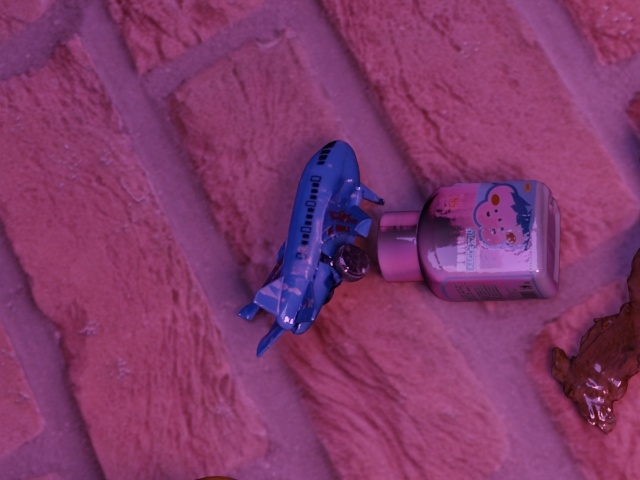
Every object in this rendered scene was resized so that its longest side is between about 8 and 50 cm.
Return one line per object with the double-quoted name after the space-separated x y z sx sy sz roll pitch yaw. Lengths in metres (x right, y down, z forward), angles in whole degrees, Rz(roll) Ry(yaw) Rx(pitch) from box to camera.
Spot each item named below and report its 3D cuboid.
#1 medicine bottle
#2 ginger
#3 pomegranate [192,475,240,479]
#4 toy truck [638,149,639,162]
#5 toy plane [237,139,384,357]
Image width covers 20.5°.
0.162 0.003 1.925 0.188 0.094 0.119 -2 70 18 "medicine bottle"
0.353 0.065 1.817 0.290 0.084 0.122 -50 50 16 "ginger"
-0.115 0.367 1.793 0.260 0.260 0.260 -7 67 17 "pomegranate"
0.457 -0.120 1.871 0.256 0.108 0.140 -34 49 2 "toy truck"
0.000 0.000 1.956 0.105 0.254 0.271 36 53 -14 "toy plane"
